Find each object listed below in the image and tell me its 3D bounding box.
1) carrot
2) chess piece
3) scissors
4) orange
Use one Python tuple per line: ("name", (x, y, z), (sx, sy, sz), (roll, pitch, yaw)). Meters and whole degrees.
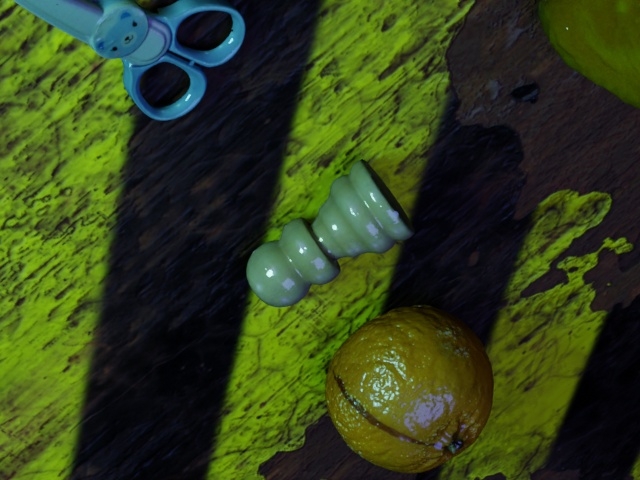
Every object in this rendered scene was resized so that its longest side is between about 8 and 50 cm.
("carrot", (0.396, -0.270, 1.737), (0.340, 0.241, 0.241), (-25, 140, -12))
("chess piece", (0.000, 0.000, 1.840), (0.170, 0.094, 0.094), (-33, 142, 8))
("scissors", (-0.173, -0.183, 1.559), (0.125, 0.030, 0.256), (-51, 142, 15))
("orange", (0.102, 0.168, 2.018), (0.193, 0.161, 0.193), (-19, 134, -22))
